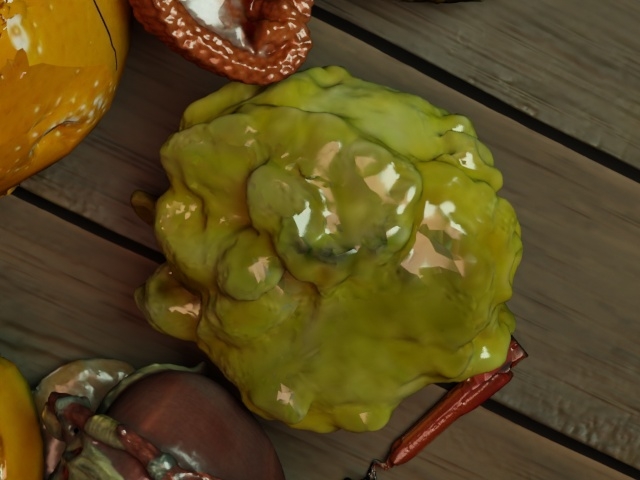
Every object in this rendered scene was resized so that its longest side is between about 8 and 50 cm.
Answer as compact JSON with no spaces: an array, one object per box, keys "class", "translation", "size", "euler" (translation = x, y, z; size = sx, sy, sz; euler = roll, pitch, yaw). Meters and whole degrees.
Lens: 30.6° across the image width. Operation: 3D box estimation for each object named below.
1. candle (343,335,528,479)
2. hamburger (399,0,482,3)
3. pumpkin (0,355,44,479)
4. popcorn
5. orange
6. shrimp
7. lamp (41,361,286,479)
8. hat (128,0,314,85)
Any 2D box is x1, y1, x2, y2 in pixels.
[{"class":"candle","translation":[0.083,0.132,0.846],"size":[0.167,0.021,0.026],"euler":[-42,99,7]},{"class":"hamburger","translation":[0.063,-0.279,0.703],"size":[0.284,0.134,0.266],"euler":[8,96,-9]},{"class":"pumpkin","translation":[-0.351,0.187,0.717],"size":[0.232,0.325,0.242],"euler":[5,140,27]},{"class":"popcorn","translation":[0.000,0.000,0.748],"size":[0.266,0.192,0.233],"euler":[-4,120,23]},{"class":"orange","translation":[-0.215,-0.119,0.678],"size":[0.182,0.234,0.234],"euler":[44,98,12]},{"class":"shrimp","translation":[-0.156,0.193,0.844],"size":[0.126,0.047,0.224],"euler":[-2,101,-12]},{"class":"lamp","translation":[-0.090,0.182,0.764],"size":[0.151,0.215,0.223],"euler":[-36,83,-14]},{"class":"hat","translation":[-0.071,-0.152,0.709],"size":[0.112,0.162,0.094],"euler":[32,87,-25]}]
